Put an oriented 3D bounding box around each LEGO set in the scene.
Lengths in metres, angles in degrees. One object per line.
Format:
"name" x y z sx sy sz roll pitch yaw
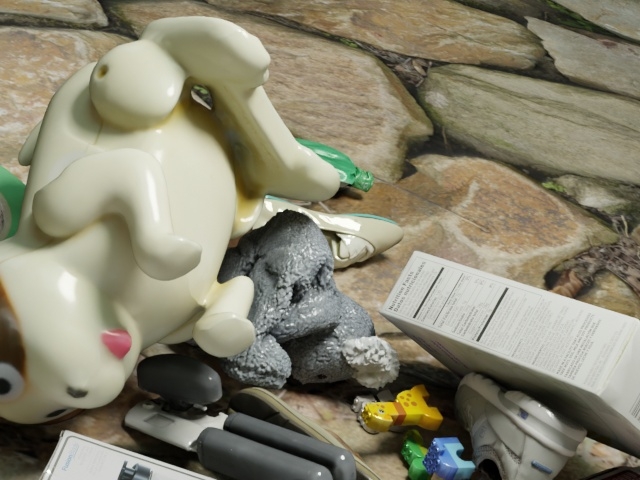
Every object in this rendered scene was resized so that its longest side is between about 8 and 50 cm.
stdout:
"LEGO set" 0.092 0.230 1.362 0.093 0.087 0.227 3 34 -28

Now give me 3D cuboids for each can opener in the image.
"can opener" -0.092 0.189 1.241 0.283 0.095 0.076 12 25 37

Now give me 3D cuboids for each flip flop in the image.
"flip flop" 0.005 0.253 1.272 0.277 0.112 0.080 37 19 34

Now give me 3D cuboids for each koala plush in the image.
"koala plush" -0.014 0.095 1.430 0.221 0.203 0.196 36 -5 -32

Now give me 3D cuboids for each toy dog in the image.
"toy dog" -0.234 -0.006 1.235 0.395 0.284 0.408 16 62 25

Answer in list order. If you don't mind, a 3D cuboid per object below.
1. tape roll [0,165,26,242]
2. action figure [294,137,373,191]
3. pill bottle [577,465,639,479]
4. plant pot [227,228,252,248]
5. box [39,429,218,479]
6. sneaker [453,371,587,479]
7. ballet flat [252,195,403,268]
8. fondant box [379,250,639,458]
"tape roll" -0.486 -0.012 1.398 0.321 0.077 0.321 16 32 -10
"action figure" -0.030 -0.118 1.855 0.232 0.063 0.137 14 29 -4
"pill bottle" 0.316 0.318 1.325 0.221 0.121 0.121 -8 41 -39
"plant pot" -0.153 -0.035 1.551 0.167 0.165 0.167 15 32 -10
"box" -0.134 0.300 1.112 0.290 0.087 0.169 19 31 -5
"sneaker" 0.197 0.225 1.362 0.105 0.115 0.281 32 -6 -5
"ballet flat" 0.000 0.000 1.690 0.248 0.086 0.086 10 32 -15
"fondant box" 0.261 0.139 1.379 0.330 0.096 0.238 20 -15 49
